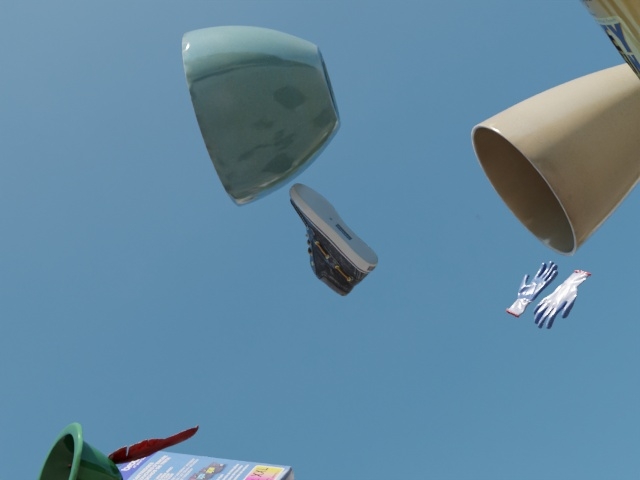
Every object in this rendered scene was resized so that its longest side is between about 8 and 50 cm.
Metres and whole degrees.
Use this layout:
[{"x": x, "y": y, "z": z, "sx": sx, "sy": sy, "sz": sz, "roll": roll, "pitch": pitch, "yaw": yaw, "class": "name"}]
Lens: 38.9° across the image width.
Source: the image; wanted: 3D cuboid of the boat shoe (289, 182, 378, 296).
[{"x": 0.000, "y": 0.000, "z": 1.399, "sx": 0.083, "sy": 0.183, "sz": 0.065, "roll": -50, "pitch": -16, "yaw": 28, "class": "boat shoe"}]

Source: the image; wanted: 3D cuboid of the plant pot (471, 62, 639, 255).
[{"x": 0.430, "y": -0.157, "z": 1.453, "sx": 0.274, "sy": 0.256, "sz": 0.256, "roll": -36, "pitch": -55, "yaw": -4, "class": "plant pot"}]

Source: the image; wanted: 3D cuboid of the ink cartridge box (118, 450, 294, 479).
[{"x": -0.231, "y": 0.533, "z": 1.616, "sx": 0.395, "sy": 0.151, "sz": 0.270, "roll": 0, "pitch": -72, "yaw": 28, "class": "ink cartridge box"}]

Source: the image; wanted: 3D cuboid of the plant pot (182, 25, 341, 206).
[{"x": -0.078, "y": -0.220, "z": 1.452, "sx": 0.195, "sy": 0.290, "sz": 0.290, "roll": -16, "pitch": -55, "yaw": 6, "class": "plant pot"}]

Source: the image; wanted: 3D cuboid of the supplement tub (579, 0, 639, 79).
[{"x": 0.384, "y": -0.306, "z": 0.957, "sx": 0.228, "sy": 0.228, "sz": 0.316, "roll": -41, "pitch": -75, "yaw": 7, "class": "supplement tub"}]

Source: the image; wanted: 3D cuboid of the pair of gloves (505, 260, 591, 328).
[{"x": 0.488, "y": 0.116, "z": 1.959, "sx": 0.159, "sy": 0.198, "sz": 0.023, "roll": -48, "pitch": -68, "yaw": -11, "class": "pair of gloves"}]

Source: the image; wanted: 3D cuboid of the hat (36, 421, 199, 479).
[{"x": -0.323, "y": 0.384, "z": 1.409, "sx": 0.183, "sy": 0.173, "sz": 0.208, "roll": 23, "pitch": -46, "yaw": -28, "class": "hat"}]
